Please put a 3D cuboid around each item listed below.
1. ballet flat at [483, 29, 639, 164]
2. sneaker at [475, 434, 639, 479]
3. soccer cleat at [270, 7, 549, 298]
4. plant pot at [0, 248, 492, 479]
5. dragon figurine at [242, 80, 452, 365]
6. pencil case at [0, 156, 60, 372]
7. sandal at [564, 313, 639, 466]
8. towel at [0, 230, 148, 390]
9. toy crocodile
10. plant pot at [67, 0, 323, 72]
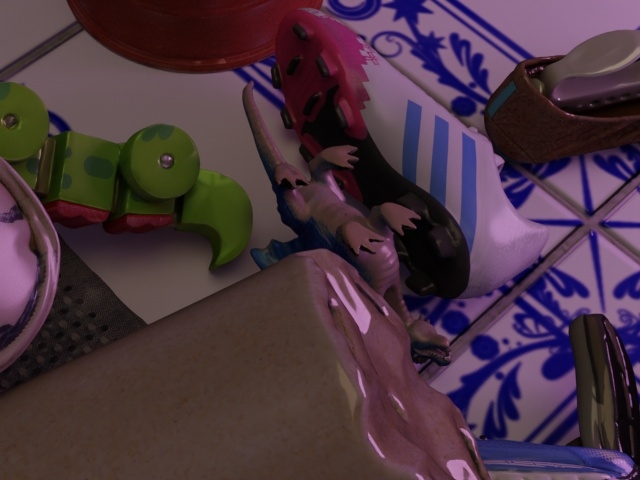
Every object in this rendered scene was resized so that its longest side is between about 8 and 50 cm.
[{"bbox_3d":[0.320,-0.158,1.312,0.342,0.124,0.116,-10,58,-11],"label":"ballet flat"},{"bbox_3d":[0.078,0.161,1.038,0.330,0.129,0.147,0,45,24],"label":"sneaker"},{"bbox_3d":[0.078,-0.084,1.265,0.143,0.116,0.331,-15,60,-33],"label":"soccer cleat"},{"bbox_3d":[-0.067,0.172,0.863,0.305,0.334,0.333,-33,61,11],"label":"plant pot"},{"bbox_3d":[0.000,0.000,1.175,0.085,0.144,0.289,-31,64,-35],"label":"dragon figurine"},{"bbox_3d":[-0.352,0.022,0.946,0.410,0.160,0.183,-6,22,45],"label":"pencil case"},{"bbox_3d":[0.208,0.200,1.089,0.086,0.120,0.302,-11,52,19],"label":"sandal"},{"bbox_3d":[-0.294,0.128,1.123,0.324,0.056,0.312,-35,63,-22],"label":"towel"},{"bbox_3d":[-0.216,-0.055,1.168,0.341,0.115,0.105,14,76,-27],"label":"toy crocodile"},{"bbox_3d":[-0.120,-0.347,1.315,0.272,0.265,0.272,2,57,-3],"label":"plant pot"}]
